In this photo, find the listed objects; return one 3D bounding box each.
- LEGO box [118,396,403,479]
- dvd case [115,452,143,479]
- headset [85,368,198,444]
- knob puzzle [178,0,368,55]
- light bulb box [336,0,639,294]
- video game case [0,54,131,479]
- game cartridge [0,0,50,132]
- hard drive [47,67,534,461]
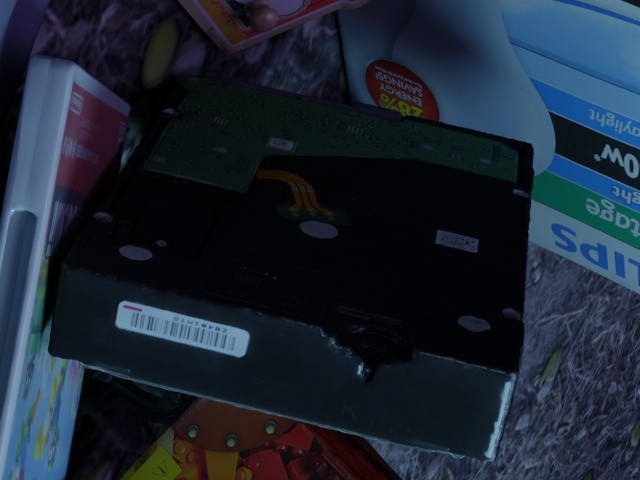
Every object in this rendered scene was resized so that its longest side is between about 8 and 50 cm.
[{"bbox_3d":[-0.070,0.384,1.093,0.500,0.372,0.193,-47,152,4],"label":"LEGO box"},{"bbox_3d":[-0.126,0.203,1.378,0.119,0.013,0.087,23,92,-61],"label":"dvd case"},{"bbox_3d":[-0.055,0.051,1.298,0.243,0.185,0.394,-71,167,18],"label":"headset"},{"bbox_3d":[-0.002,-0.186,1.138,0.213,0.030,0.213,-14,152,-8],"label":"knob puzzle"},{"bbox_3d":[0.207,-0.174,1.288,0.225,0.358,0.361,-46,145,-29],"label":"light bulb box"},{"bbox_3d":[-0.149,0.055,0.983,0.204,0.025,0.285,42,58,-87],"label":"video game case"},{"bbox_3d":[-0.161,-0.134,0.842,0.230,0.068,0.355,106,1,-73],"label":"game cartridge"},{"bbox_3d":[0.000,0.000,1.067,0.339,0.237,0.064,-74,177,-66],"label":"hard drive"}]
